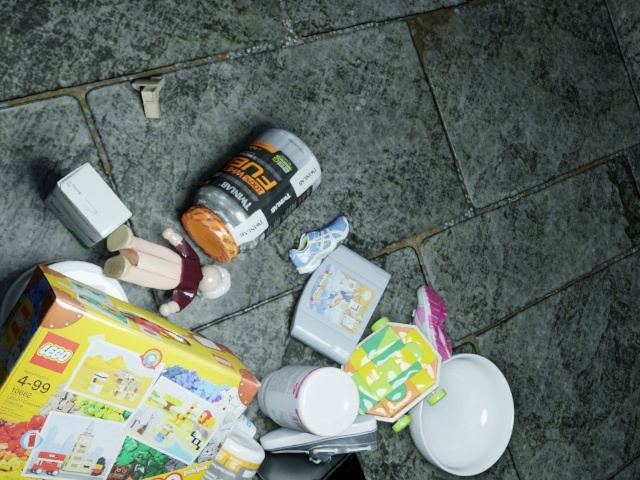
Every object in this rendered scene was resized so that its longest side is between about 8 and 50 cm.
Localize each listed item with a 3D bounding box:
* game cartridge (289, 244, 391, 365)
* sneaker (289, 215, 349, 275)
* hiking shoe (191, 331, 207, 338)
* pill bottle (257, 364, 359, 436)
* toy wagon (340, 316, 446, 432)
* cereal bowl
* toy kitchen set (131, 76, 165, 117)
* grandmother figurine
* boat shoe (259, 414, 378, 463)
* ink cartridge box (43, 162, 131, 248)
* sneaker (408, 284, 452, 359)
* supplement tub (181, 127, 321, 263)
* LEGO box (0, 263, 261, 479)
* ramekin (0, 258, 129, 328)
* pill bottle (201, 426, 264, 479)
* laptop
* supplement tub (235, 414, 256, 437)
[{"bbox_3d":[0.048,0.163,1.957,0.198,0.062,0.297,33,64,-8],"label":"game cartridge"},{"bbox_3d":[0.000,0.000,1.968,0.211,0.080,0.081,-47,108,-26],"label":"sneaker"},{"bbox_3d":[-0.365,0.259,1.713,0.227,0.114,0.086,-11,88,-29],"label":"hiking shoe"},{"bbox_3d":[-0.040,0.387,1.775,0.160,0.283,0.160,4,81,-28],"label":"pill bottle"},{"bbox_3d":[0.158,0.380,1.937,0.344,0.068,0.267,-36,71,-8],"label":"toy wagon"},{"bbox_3d":[0.383,0.493,2.073,0.339,0.141,0.339,4,81,-29],"label":"cereal bowl"},{"bbox_3d":[-0.433,-0.363,1.817,0.068,0.075,0.083,4,39,8],"label":"toy kitchen set"},{"bbox_3d":[-0.344,0.076,1.700,0.342,0.104,0.208,19,77,-51],"label":"grandmother figurine"},{"bbox_3d":[-0.001,0.518,1.837,0.301,0.108,0.102,-7,91,-10],"label":"boat shoe"},{"bbox_3d":[-0.525,-0.073,1.618,0.087,0.208,0.153,-44,104,-26],"label":"ink cartridge box"},{"bbox_3d":[0.297,0.242,2.077,0.103,0.111,0.252,36,39,-34],"label":"sneaker"},{"bbox_3d":[-0.173,-0.112,1.817,0.207,0.207,0.338,50,63,-14],"label":"supplement tub"},{"bbox_3d":[-0.438,0.332,1.491,0.500,0.193,0.372,32,91,-37],"label":"LEGO box"},{"bbox_3d":[-0.560,0.173,1.608,0.277,0.135,0.277,4,82,-28],"label":"ramekin"},{"bbox_3d":[-0.262,0.573,1.672,0.162,0.162,0.278,32,86,-21],"label":"pill bottle"},{"bbox_3d":[-0.023,0.623,1.907,0.234,0.136,0.264,-38,127,-27],"label":"laptop"},{"bbox_3d":[-0.219,0.455,1.791,0.107,0.071,0.071,47,65,-15],"label":"supplement tub"}]
